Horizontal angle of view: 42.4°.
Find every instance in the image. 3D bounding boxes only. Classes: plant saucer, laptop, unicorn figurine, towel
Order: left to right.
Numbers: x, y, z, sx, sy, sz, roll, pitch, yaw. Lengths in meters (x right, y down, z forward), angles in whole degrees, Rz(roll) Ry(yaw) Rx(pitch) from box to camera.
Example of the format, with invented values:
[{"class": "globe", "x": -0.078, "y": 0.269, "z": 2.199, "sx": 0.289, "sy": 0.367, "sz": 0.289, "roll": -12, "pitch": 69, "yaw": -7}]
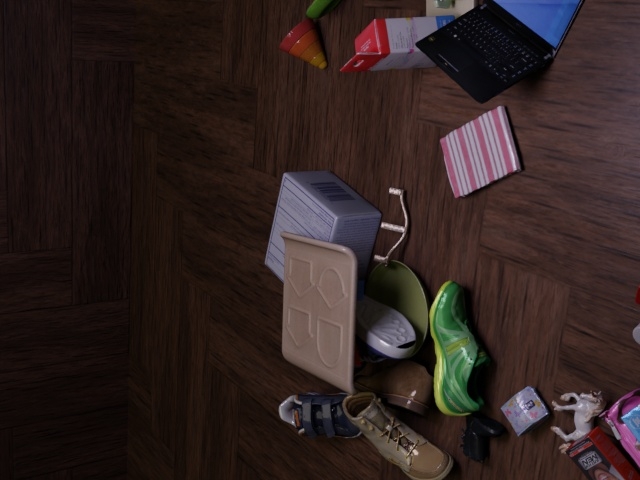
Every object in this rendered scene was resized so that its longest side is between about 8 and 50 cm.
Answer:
[{"class": "plant saucer", "x": 0.193, "y": 0.165, "z": 1.998, "sx": 0.241, "sy": 0.037, "sz": 0.241, "roll": 13, "pitch": 106, "yaw": 54}, {"class": "towel", "x": 0.338, "y": -0.183, "z": 1.743, "sx": 0.197, "sy": 0.029, "sz": 0.144, "roll": -26, "pitch": 73, "yaw": 52}, {"class": "laptop", "x": 0.344, "y": -0.433, "z": 1.594, "sx": 0.234, "sy": 0.264, "sz": 0.137, "roll": 54, "pitch": 172, "yaw": 38}, {"class": "unicorn figurine", "x": 0.493, "y": 0.333, "z": 1.565, "sx": 0.111, "sy": 0.060, "sz": 0.162, "roll": 5, "pitch": 114, "yaw": 50}]

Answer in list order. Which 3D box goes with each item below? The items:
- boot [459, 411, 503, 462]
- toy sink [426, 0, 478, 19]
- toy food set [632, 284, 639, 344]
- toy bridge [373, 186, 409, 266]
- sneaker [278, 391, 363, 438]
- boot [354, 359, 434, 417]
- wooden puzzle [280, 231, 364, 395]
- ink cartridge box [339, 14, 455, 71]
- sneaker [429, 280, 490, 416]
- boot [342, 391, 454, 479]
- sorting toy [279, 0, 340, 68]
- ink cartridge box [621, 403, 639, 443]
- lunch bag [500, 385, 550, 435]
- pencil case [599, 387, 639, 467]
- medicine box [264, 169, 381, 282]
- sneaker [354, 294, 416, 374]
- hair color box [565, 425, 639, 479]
[{"class": "boot", "x": 0.351, "y": 0.435, "z": 1.794, "sx": 0.121, "sy": 0.045, "sz": 0.099, "roll": 20, "pitch": 109, "yaw": 61}, {"class": "toy sink", "x": 0.235, "y": -0.581, "z": 1.742, "sx": 0.152, "sy": 0.131, "sz": 0.234, "roll": 11, "pitch": 105, "yaw": 55}, {"class": "toy food set", "x": 0.596, "y": 0.098, "z": 1.364, "sx": 0.111, "sy": 0.104, "sz": 0.232, "roll": 27, "pitch": 136, "yaw": 37}, {"class": "toy bridge", "x": 0.178, "y": -0.030, "z": 1.971, "sx": 0.063, "sy": 0.026, "sz": 0.188, "roll": 13, "pitch": 93, "yaw": 19}, {"class": "sneaker", "x": 0.007, "y": 0.479, "z": 2.245, "sx": 0.321, "sy": 0.127, "sz": 0.126, "roll": -13, "pitch": 83, "yaw": 55}, {"class": "boot", "x": 0.181, "y": 0.350, "z": 2.019, "sx": 0.305, "sy": 0.112, "sz": 0.115, "roll": -2, "pitch": 62, "yaw": 61}, {"class": "wooden puzzle", "x": 0.010, "y": 0.162, "z": 1.959, "sx": 0.322, "sy": 0.080, "sz": 0.348, "roll": 14, "pitch": 108, "yaw": 59}, {"class": "ink cartridge box", "x": 0.162, "y": -0.419, "z": 1.761, "sx": 0.134, "sy": 0.230, "sz": 0.078, "roll": 161, "pitch": 102, "yaw": -73}, {"class": "sneaker", "x": 0.311, "y": 0.233, "z": 1.796, "sx": 0.123, "sy": 0.109, "sz": 0.296, "roll": -5, "pitch": 89, "yaw": 33}, {"class": "boot", "x": 0.176, "y": 0.455, "z": 1.930, "sx": 0.203, "sy": 0.095, "sz": 0.262, "roll": 51, "pitch": 162, "yaw": -25}, {"class": "sorting toy", "x": 0.036, "y": -0.560, "z": 2.100, "sx": 0.126, "sy": 0.127, "sz": 0.365, "roll": 49, "pitch": 138, "yaw": -1}, {"class": "ink cartridge box", "x": 0.593, "y": 0.278, "z": 1.326, "sx": 0.180, "sy": 0.060, "sz": 0.104, "roll": -42, "pitch": 56, "yaw": 17}, {"class": "lunch bag", "x": 0.419, "y": 0.345, "z": 1.675, "sx": 0.083, "sy": 0.053, "sz": 0.071, "roll": -51, "pitch": 54, "yaw": 35}, {"class": "pencil case", "x": 0.574, "y": 0.362, "z": 1.403, "sx": 0.209, "sy": 0.098, "sz": 0.095, "roll": 58, "pitch": 146, "yaw": 33}, {"class": "medicine box", "x": 0.000, "y": 0.000, "z": 2.161, "sx": 0.263, "sy": 0.149, "sz": 0.290, "roll": 42, "pitch": 129, "yaw": 45}, {"class": "sneaker", "x": 0.107, "y": 0.274, "z": 2.007, "sx": 0.322, "sy": 0.130, "sz": 0.237, "roll": 33, "pitch": 127, "yaw": 47}, {"class": "hair color box", "x": 0.523, "y": 0.418, "z": 1.501, "sx": 0.141, "sy": 0.043, "sz": 0.072, "roll": 50, "pitch": 137, "yaw": 14}]
